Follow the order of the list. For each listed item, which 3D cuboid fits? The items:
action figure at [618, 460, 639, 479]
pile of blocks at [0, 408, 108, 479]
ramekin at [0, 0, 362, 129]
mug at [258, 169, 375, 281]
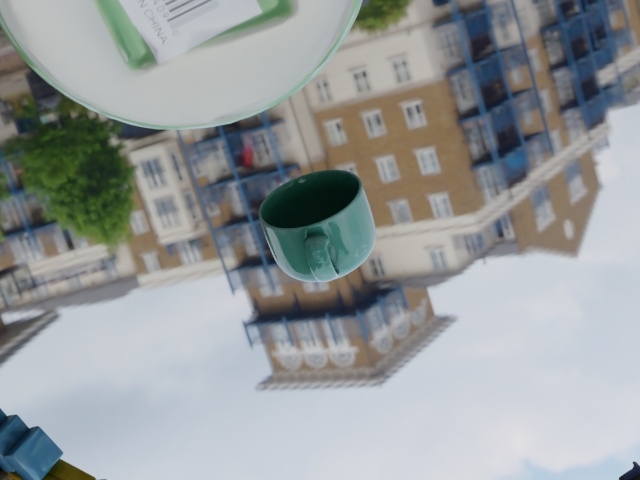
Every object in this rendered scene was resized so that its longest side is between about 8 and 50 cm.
[{"bbox_3d":[0.355,0.372,0.954,0.330,0.178,0.341,-38,-162,10],"label":"action figure"},{"bbox_3d":[-0.378,0.232,1.045,0.362,0.149,0.112,18,-134,21],"label":"pile of blocks"},{"bbox_3d":[-0.105,-0.229,0.744,0.303,0.303,0.148,-17,-142,4],"label":"ramekin"},{"bbox_3d":[-0.005,-0.003,1.209,0.129,0.097,0.158,4,-142,34],"label":"mug"}]
